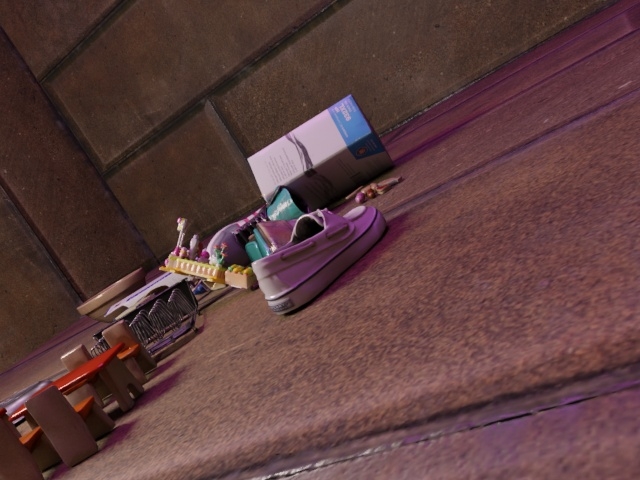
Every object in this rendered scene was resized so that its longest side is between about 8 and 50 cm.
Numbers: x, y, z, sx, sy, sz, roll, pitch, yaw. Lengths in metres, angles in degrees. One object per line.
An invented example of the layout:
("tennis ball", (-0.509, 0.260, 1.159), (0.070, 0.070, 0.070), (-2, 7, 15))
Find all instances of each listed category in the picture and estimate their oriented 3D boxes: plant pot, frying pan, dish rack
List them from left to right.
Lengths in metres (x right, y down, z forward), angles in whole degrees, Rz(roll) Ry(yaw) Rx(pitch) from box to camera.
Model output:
("frying pan", (-0.669, 0.378, 1.240), (0.326, 0.053, 0.197), (-33, 7, -34))
("plant pot", (-0.649, 0.195, 2.001), (0.238, 0.109, 0.237), (-30, 8, 5))
("dish rack", (-0.312, 0.162, 1.104), (0.208, 0.074, 0.271), (-33, 9, -6))

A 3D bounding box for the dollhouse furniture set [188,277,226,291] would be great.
("dollhouse furniture set", (-0.268, 0.099, 1.341), (0.114, 0.091, 0.081), (-17, 32, 50))

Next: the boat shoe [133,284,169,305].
("boat shoe", (-0.466, 0.171, 1.663), (0.049, 0.056, 0.152), (-15, 18, 47))

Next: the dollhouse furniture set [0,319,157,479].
("dollhouse furniture set", (-0.375, 0.212, 0.820), (0.259, 0.135, 0.262), (-31, 8, 5))

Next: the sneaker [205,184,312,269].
("sneaker", (-0.119, -0.032, 1.410), (0.178, 0.123, 0.295), (-37, 2, 41))

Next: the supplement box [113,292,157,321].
("supplement box", (-0.430, 0.179, 1.486), (0.083, 0.056, 0.083), (-29, 9, 21))

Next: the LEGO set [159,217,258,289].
("LEGO set", (-0.222, 0.020, 1.176), (0.287, 0.132, 0.106), (3, 79, 58))

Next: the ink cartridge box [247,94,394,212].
("ink cartridge box", (0.005, -0.200, 1.588), (0.308, 0.128, 0.223), (-30, -22, 11))

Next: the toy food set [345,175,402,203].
("toy food set", (0.113, -0.103, 1.321), (0.078, 0.019, 0.122), (-37, 18, -33))

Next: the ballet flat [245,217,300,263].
("ballet flat", (-0.057, 0.005, 1.022), (0.106, 0.107, 0.316), (-26, 8, -11))

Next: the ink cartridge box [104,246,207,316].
("ink cartridge box", (-0.448, 0.128, 1.823), (0.371, 0.069, 0.176), (-31, 9, -11))

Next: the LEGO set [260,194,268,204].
("LEGO set", (-0.071, -0.214, 2.019), (0.255, 0.192, 0.331), (-35, 9, -19))

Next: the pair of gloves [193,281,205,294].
("pair of gloves", (-0.267, 0.094, 1.519), (0.159, 0.023, 0.198), (-39, 10, -33))

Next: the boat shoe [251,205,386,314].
("boat shoe", (0.000, 0.000, 0.864), (0.096, 0.088, 0.267), (-20, 14, 45))
